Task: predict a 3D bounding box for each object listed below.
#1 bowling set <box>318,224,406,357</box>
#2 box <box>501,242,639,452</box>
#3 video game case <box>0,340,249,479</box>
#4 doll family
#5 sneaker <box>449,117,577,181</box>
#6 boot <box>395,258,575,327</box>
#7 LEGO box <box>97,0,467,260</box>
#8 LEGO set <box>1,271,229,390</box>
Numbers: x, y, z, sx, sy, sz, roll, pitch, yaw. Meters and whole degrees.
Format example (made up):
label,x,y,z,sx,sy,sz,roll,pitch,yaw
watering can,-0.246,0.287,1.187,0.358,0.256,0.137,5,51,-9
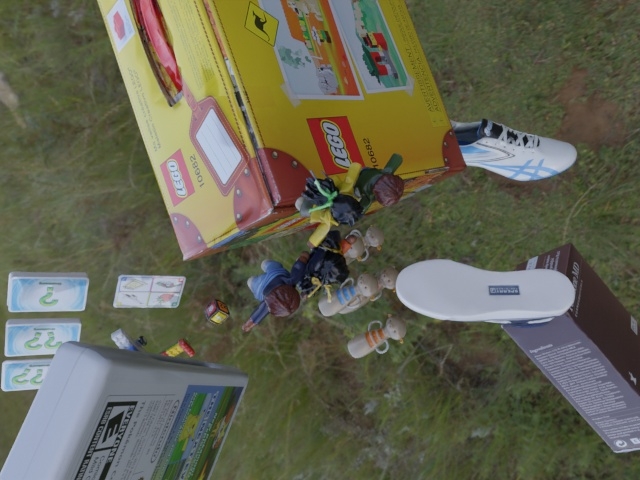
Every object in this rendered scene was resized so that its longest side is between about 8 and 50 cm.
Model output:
label,x,y,z,sx,sy,sz,roll,pitch,yaw
bowling set,0.064,0.075,1.204,0.154,0.200,0.287,-30,57,16
box,0.536,0.212,1.187,0.381,0.191,0.143,45,134,-12
video game case,-0.160,0.239,0.420,0.036,0.329,0.300,19,169,12
doll family,0.000,0.000,0.518,0.193,0.076,0.111,-63,20,2
sneaker,0.308,-0.159,1.017,0.237,0.085,0.086,10,147,16
boot,0.179,0.070,0.682,0.189,0.069,0.086,5,156,6
LEGO box,-0.060,-0.267,0.789,0.193,0.372,0.500,-24,83,45
LEGO set,-0.231,0.121,0.703,0.060,0.244,0.183,59,136,45
